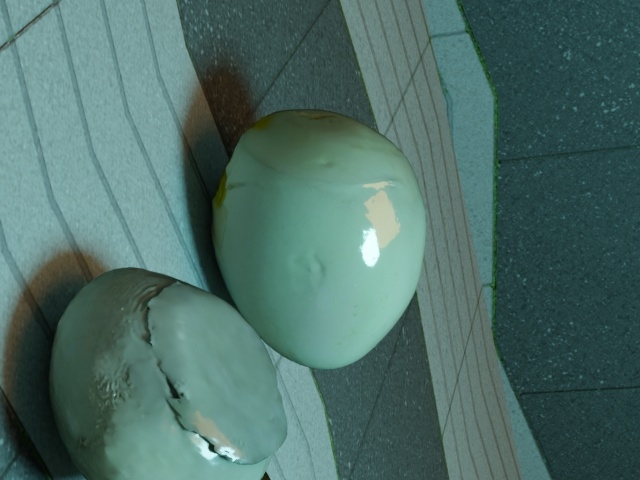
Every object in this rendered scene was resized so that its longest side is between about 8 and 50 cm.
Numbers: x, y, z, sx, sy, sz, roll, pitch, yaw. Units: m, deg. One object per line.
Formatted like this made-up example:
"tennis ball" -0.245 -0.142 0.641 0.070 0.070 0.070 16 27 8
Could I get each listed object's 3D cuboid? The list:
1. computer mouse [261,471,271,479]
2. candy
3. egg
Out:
"computer mouse" -0.080 0.431 1.759 0.158 0.071 0.310 58 30 -70
"candy" -0.168 0.160 1.407 0.295 0.185 0.295 40 24 -22
"egg" 0.000 0.000 1.809 0.283 0.283 0.345 -49 138 -65
